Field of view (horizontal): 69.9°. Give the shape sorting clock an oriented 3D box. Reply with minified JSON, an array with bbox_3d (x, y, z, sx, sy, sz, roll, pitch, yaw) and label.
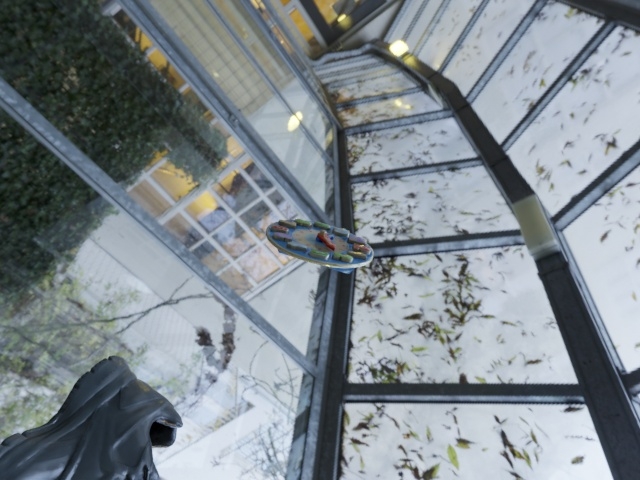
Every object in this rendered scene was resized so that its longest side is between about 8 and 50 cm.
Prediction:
[{"bbox_3d":[0.000,0.000,0.854,0.206,0.206,0.041,-122,-134,-62],"label":"shape sorting clock"}]

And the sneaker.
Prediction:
[{"bbox_3d":[-0.222,0.220,0.411,0.109,0.130,0.286,-58,179,26],"label":"sneaker"}]
